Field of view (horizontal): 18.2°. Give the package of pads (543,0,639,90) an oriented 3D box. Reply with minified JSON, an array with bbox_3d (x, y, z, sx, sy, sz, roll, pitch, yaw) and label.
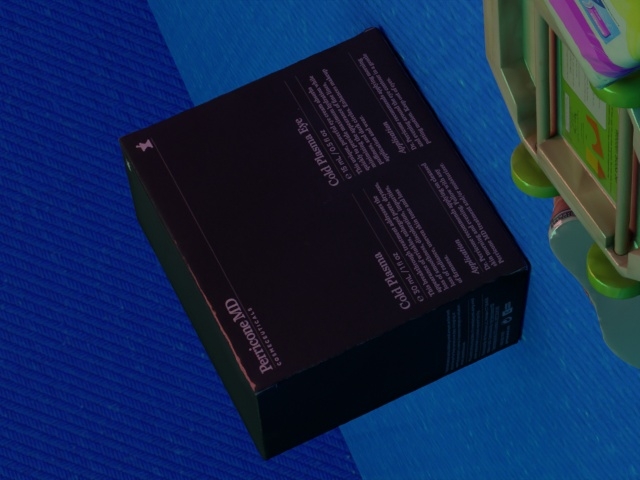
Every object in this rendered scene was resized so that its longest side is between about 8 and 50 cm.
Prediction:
[{"bbox_3d":[0.191,-0.235,1.232,0.229,0.101,0.296,63,169,1],"label":"package of pads"}]

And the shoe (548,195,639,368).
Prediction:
[{"bbox_3d":[0.252,0.025,1.703,0.178,0.063,0.081,53,-154,-24],"label":"shoe"}]

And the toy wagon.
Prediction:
[{"bbox_3d":[0.223,-0.065,1.497,0.344,0.068,0.267,56,167,33],"label":"toy wagon"}]

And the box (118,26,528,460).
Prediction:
[{"bbox_3d":[0.000,0.000,2.124,0.343,0.312,0.179,61,167,27],"label":"box"}]
